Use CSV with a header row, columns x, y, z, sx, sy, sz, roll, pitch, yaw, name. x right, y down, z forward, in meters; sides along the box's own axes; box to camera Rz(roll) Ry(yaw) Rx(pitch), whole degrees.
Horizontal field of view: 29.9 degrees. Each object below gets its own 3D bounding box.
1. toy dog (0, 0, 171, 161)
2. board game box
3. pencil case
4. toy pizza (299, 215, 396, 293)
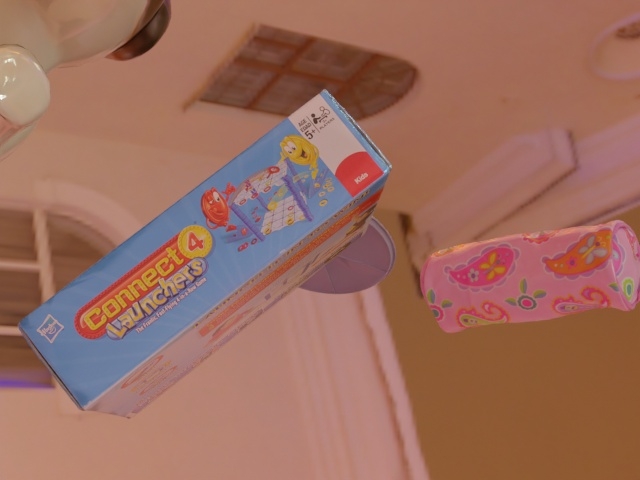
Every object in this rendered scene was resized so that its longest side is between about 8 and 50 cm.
x,y,z,sx,sy,sz,roll,pitch,yaw,name
-0.296,-0.171,0.888,0.285,0.408,0.395,66,-11,-14,toy dog
-0.092,0.029,1.067,0.086,0.308,0.302,51,-8,7,board game box
0.273,0.051,1.559,0.284,0.124,0.124,-11,-105,32,pencil case
0.000,0.000,1.553,0.201,0.201,0.032,-38,-150,46,toy pizza
